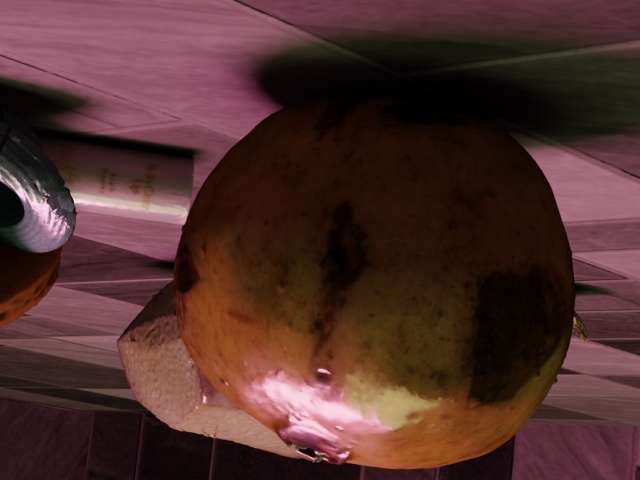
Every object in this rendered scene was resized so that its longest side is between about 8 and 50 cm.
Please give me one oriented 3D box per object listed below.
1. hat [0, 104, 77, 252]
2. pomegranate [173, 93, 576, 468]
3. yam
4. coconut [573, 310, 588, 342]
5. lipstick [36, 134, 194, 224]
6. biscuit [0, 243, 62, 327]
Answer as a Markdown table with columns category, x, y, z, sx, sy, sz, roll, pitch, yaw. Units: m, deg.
| category | x | y | z | sx | sy | sz | roll | pitch | yaw |
| --- | --- | --- | --- | --- | --- | --- | --- | --- | --- |
| hat | -0.261 | -0.067 | 1.346 | 0.138 | 0.078 | 0.191 | -9 | 144 | 47 |
| pomegranate | 0.043 | 0.031 | 1.235 | 0.281 | 0.281 | 0.281 | 6 | 170 | 1 |
| yam | -0.078 | 0.135 | 2.027 | 0.271 | 0.201 | 0.202 | 4 | 155 | -36 |
| coconut | 0.208 | 0.074 | 1.918 | 0.158 | 0.055 | 0.133 | 4 | 168 | 16 |
| lipstick | -0.233 | -0.057 | 1.445 | 0.264 | 0.059 | 0.059 | 7 | 169 | -11 |
| biscuit | -0.358 | 0.003 | 1.420 | 0.277 | 0.052 | 0.262 | 25 | -149 | 28 |
